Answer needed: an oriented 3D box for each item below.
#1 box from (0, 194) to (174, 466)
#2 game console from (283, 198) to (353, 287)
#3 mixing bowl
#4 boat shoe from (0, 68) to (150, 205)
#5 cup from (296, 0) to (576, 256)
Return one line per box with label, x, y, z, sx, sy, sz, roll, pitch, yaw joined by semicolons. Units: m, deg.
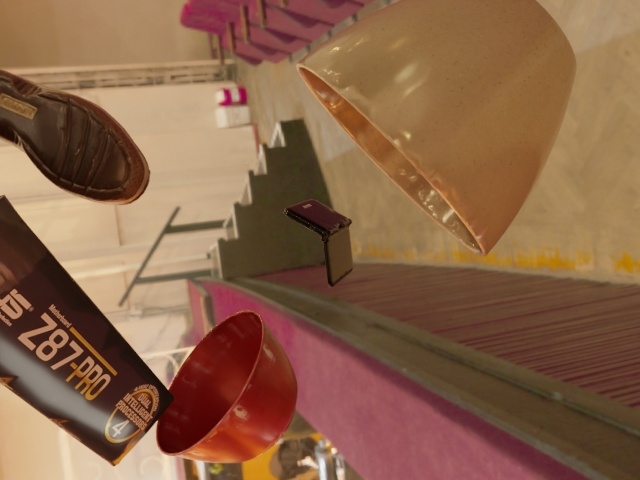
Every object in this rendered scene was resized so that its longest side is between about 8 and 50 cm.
box;-0.341;0.012;0.583;0.395;0.097;0.318;28;155;28
game console;0.000;0.000;0.930;0.071;0.107;0.122;-64;-11;17
mixing bowl;-0.092;0.181;0.745;0.181;0.098;0.181;-39;25;23
boat shoe;-0.283;-0.118;0.725;0.095;0.257;0.095;-58;-14;1
cup;0.169;-0.177;0.811;0.331;0.237;0.331;46;-176;-4
